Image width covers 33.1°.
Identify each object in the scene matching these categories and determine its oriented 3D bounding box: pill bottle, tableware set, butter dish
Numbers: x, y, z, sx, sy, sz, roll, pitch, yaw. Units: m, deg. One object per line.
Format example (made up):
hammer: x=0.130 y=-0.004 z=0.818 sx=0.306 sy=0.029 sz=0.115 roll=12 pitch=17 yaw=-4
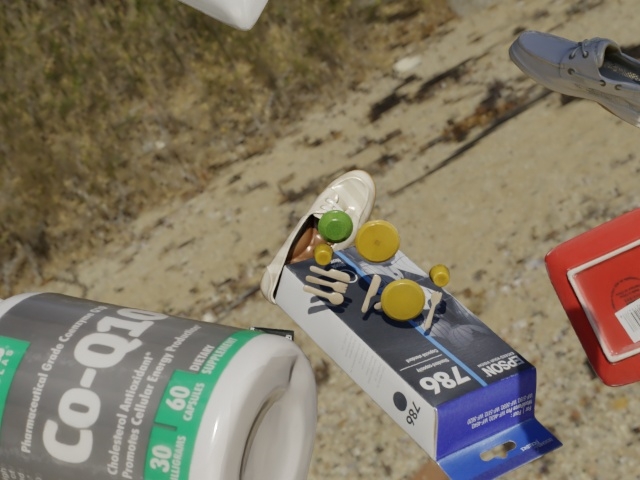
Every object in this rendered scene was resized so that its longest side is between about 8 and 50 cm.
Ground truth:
pill bottle: x=-0.202 y=0.156 z=0.962 sx=0.361 sy=0.204 sz=0.204 roll=8 pitch=24 yaw=23
tableware set: x=0.063 y=0.028 z=1.152 sx=0.024 sy=0.154 sz=0.104 roll=-89 pitch=17 yaw=-73
butter dish: x=0.341 y=0.049 z=1.108 sx=0.160 sy=0.159 sz=0.118 roll=-30 pitch=-10 yaw=36

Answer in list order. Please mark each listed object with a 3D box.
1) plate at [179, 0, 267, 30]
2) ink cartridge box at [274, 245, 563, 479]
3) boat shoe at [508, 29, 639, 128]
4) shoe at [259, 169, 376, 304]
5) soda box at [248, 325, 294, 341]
plate: x=-0.132 y=-0.416 z=1.252 sx=0.278 sy=0.277 sz=0.045 roll=-61 pitch=-24 yaw=-1
ink cartridge box: x=0.111 y=0.124 z=1.198 sx=0.165 sy=0.333 sz=0.065 roll=-15 pitch=-45 yaw=-39
boat shoe: x=0.425 y=-0.271 z=1.656 sx=0.098 sy=0.277 sz=0.096 roll=-51 pitch=-21 yaw=-33
shoe: x=0.000 y=0.000 z=1.429 sx=0.219 sy=0.076 sz=0.058 roll=-52 pitch=3 yaw=3
soda box: x=-0.073 y=0.168 z=1.255 sx=0.169 sy=0.053 sz=0.060 roll=111 pitch=164 yaw=-52
